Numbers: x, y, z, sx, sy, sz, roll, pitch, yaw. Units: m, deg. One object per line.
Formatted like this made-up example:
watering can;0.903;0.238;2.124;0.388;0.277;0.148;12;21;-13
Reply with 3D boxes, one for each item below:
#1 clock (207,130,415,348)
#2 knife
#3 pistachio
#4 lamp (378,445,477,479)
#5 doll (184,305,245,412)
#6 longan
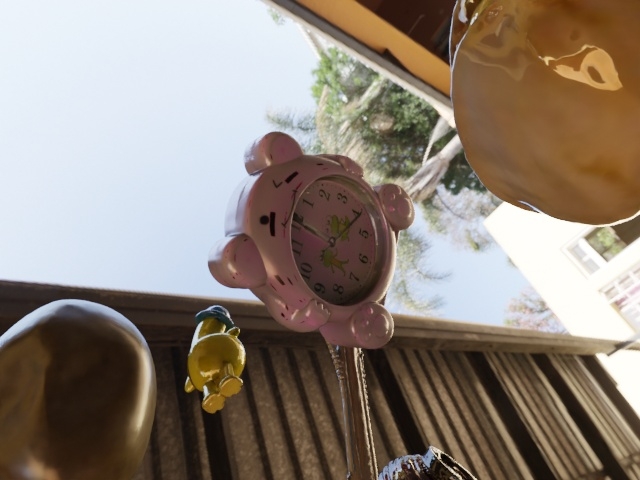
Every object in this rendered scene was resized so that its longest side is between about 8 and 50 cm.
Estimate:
clock;0.000;0.000;0.708;0.322;0.113;0.296;28;-113;-33
knife;0.050;0.292;0.738;0.089;0.043;0.366;19;-135;-27
pistachio;0.258;-0.144;0.470;0.308;0.229;0.230;41;-153;-27
lamp;0.209;0.538;0.857;0.246;0.247;0.247;28;-147;-20
doll;-0.286;0.293;1.150;0.145;0.199;0.363;48;178;-26
longan;-0.413;0.266;0.732;0.288;0.288;0.350;10;-137;-41
